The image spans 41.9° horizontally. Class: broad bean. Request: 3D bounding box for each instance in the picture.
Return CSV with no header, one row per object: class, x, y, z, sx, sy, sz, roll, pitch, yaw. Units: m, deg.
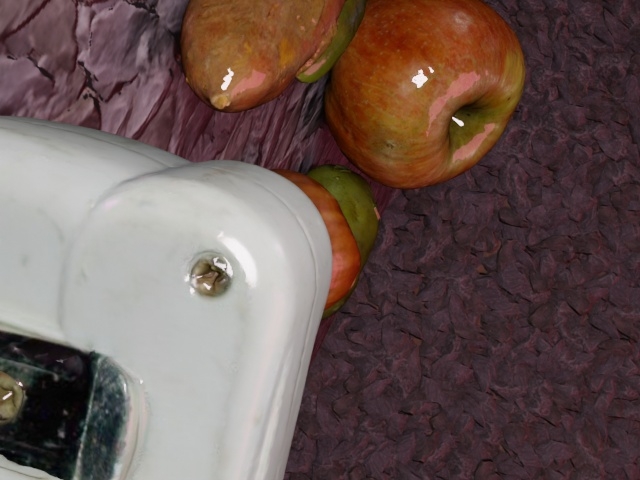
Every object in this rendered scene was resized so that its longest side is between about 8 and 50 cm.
broad bean,0.031,-0.284,0.877,0.075,0.067,0.325,73,36,-52

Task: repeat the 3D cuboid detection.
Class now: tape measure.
tape measure,-0.114,0.073,0.398,0.125,0.246,0.243,-38,141,-74

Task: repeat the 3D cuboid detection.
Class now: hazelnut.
hazelnut,-0.040,0.013,0.945,0.182,0.182,0.182,-63,171,-17

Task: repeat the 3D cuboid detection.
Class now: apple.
apple,0.129,-0.220,1.154,0.277,0.250,0.309,-52,153,14

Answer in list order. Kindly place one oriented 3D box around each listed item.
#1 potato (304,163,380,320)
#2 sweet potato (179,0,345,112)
potato,0.000,0.000,1.247,0.186,0.149,0.253,-51,-166,49
sweet potato,-0.019,-0.217,0.672,0.385,0.109,0.109,-65,174,-47
